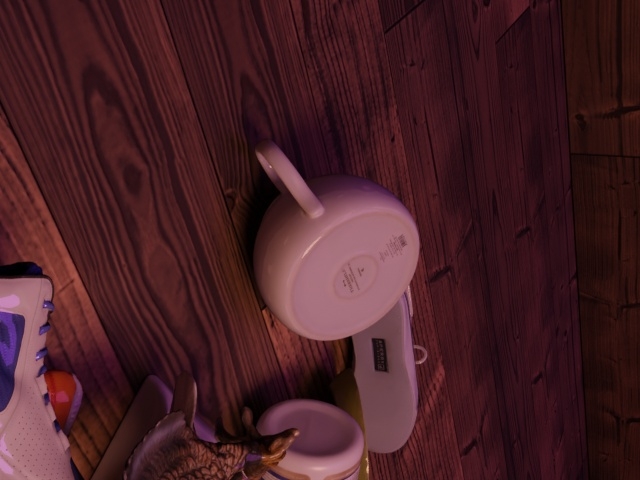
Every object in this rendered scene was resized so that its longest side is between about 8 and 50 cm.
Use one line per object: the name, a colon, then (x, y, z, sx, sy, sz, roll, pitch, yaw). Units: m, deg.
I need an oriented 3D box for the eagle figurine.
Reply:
eagle figurine: (-0.150, 0.285, 0.817, 0.298, 0.225, 0.227, -22, 105, -47)

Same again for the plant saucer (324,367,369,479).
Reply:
plant saucer: (0.036, 0.326, 1.260, 0.241, 0.037, 0.241, 177, -90, -82)

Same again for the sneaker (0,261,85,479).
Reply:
sneaker: (-0.282, 0.121, 0.701, 0.316, 0.127, 0.182, 56, 47, -29)

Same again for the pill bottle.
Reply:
pill bottle: (-0.032, 0.375, 1.130, 0.153, 0.153, 0.265, -25, 131, -53)

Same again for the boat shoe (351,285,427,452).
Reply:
boat shoe: (0.111, 0.190, 1.380, 0.156, 0.135, 0.367, -56, 145, -57)

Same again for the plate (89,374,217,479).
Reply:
plate: (-0.196, 0.353, 0.995, 0.278, 0.045, 0.277, -64, 144, -27)

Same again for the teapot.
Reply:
teapot: (0.000, 0.000, 1.113, 0.252, 0.187, 0.256, 2, 120, -37)

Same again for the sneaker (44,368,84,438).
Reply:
sneaker: (-0.296, 0.218, 0.808, 0.067, 0.064, 0.175, 15, 79, -36)
